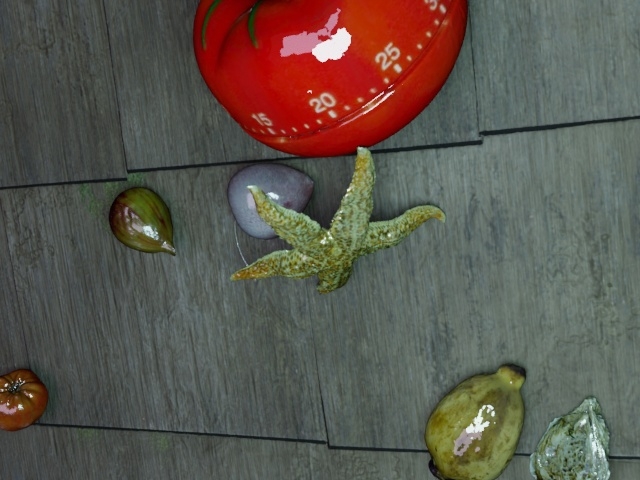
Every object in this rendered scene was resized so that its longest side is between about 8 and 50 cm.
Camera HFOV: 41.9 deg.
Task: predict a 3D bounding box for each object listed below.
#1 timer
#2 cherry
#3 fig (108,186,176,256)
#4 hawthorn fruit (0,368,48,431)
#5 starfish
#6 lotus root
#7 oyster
[{"bbox_3d":[0.017,-0.295,1.151,0.378,0.279,0.377,-24,44,26],"label":"timer"},{"bbox_3d":[-0.073,-0.041,1.385,0.148,0.115,0.188,-24,97,-11],"label":"cherry"},{"bbox_3d":[-0.307,-0.025,1.493,0.155,0.103,0.109,34,134,25],"label":"fig"},{"bbox_3d":[-0.611,0.330,1.698,0.125,0.125,0.140,-7,121,26],"label":"hawthorn fruit"},{"bbox_3d":[-0.001,0.002,1.230,0.347,0.358,0.078,-32,60,32],"label":"starfish"},{"bbox_3d":[0.242,0.279,1.280,0.138,0.138,0.214,29,99,18],"label":"lotus root"},{"bbox_3d":[0.382,0.328,1.257,0.125,0.064,0.177,51,127,25],"label":"oyster"}]
